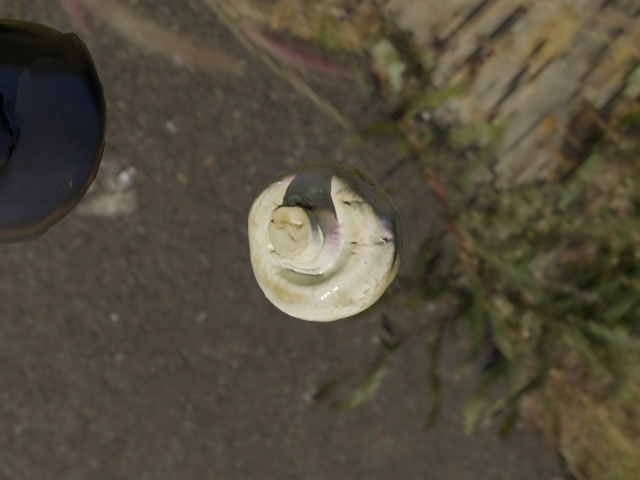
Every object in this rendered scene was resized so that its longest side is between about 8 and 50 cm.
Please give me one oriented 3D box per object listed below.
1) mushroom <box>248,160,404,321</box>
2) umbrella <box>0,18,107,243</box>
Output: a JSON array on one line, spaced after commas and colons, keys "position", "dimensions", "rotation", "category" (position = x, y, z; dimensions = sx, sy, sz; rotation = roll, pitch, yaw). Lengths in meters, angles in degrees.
[{"position": [0.000, 0.000, 0.965], "dimensions": [0.083, 0.083, 0.067], "rotation": [-50, 152, 18], "category": "mushroom"}, {"position": [-0.205, -0.032, 0.364], "dimensions": [0.358, 0.106, 0.113], "rotation": [0, 114, -42], "category": "umbrella"}]
